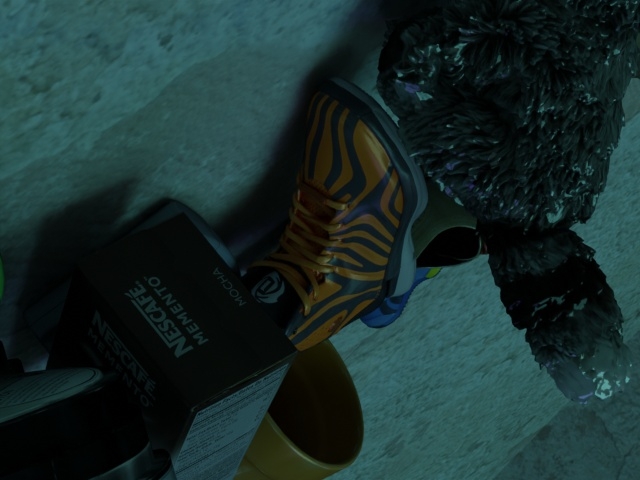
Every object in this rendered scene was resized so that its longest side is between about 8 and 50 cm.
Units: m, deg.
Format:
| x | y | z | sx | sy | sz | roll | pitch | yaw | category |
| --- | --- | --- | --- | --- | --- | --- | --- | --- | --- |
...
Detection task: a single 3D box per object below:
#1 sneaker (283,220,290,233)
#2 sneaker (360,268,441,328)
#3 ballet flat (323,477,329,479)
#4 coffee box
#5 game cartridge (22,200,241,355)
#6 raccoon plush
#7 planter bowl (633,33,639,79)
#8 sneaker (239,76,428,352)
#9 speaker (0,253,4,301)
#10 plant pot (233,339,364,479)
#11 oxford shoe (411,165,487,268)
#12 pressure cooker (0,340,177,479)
| x | y | z | sx | sy | sz | roll | pitch | yaw | category |
| --- | --- | --- | --- | --- | --- | --- | --- | --- | --- |
| -0.039 | 0.066 | 1.921 | 0.190 | 0.071 | 0.083 | -62 | -178 | -20 | sneaker |
| 0.074 | 0.039 | 2.180 | 0.082 | 0.069 | 0.209 | 6 | 151 | -20 | sneaker |
| -0.097 | 0.349 | 2.460 | 0.348 | 0.123 | 0.123 | -38 | 161 | -6 | ballet flat |
| -0.149 | 0.137 | 1.632 | 0.119 | 0.168 | 0.297 | -27 | 157 | -33 | coffee box |
| -0.168 | 0.070 | 1.782 | 0.198 | 0.062 | 0.297 | -41 | 162 | -11 | game cartridge |
| 0.261 | -0.117 | 1.625 | 0.299 | 0.446 | 0.216 | -28 | -173 | 32 | raccoon plush |
| 0.311 | -0.218 | 1.774 | 0.162 | 0.109 | 0.162 | -34 | 158 | -16 | planter bowl |
| 0.000 | 0.000 | 1.747 | 0.180 | 0.124 | 0.321 | -38 | 146 | -22 | sneaker |
| -0.316 | 0.000 | 1.217 | 0.131 | 0.131 | 0.296 | -41 | 161 | 2 | speaker |
| -0.088 | 0.195 | 2.029 | 0.188 | 0.205 | 0.205 | -32 | 167 | 27 | plant pot |
| 0.152 | -0.030 | 2.040 | 0.348 | 0.130 | 0.123 | -23 | 155 | -41 | oxford shoe |
| -0.293 | 0.266 | 1.451 | 0.375 | 0.420 | 0.370 | -16 | -176 | -31 | pressure cooker |
